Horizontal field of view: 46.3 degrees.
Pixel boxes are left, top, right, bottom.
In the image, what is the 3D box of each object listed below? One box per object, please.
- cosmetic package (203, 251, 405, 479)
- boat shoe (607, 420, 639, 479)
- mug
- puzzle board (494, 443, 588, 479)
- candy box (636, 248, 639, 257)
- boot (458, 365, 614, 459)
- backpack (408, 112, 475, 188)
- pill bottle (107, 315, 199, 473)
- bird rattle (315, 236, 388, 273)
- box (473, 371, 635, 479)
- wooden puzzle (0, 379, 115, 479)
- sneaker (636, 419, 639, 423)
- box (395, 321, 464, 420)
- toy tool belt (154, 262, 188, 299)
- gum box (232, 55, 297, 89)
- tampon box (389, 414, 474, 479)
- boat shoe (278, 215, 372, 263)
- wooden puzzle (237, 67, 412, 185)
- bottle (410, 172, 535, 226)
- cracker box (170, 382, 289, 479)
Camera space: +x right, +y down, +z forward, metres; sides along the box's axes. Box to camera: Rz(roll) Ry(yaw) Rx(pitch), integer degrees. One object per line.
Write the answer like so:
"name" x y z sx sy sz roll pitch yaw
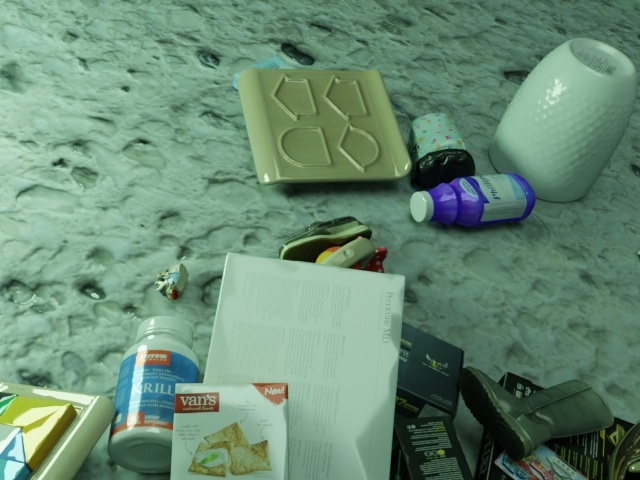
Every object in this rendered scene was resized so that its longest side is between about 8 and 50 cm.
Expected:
"cosmetic package" -0.030 0.222 1.133 0.285 0.097 0.377 7 68 1
"boat shoe" 0.503 0.379 1.136 0.123 0.123 0.342 36 47 17
"mug" 0.627 -0.320 1.825 0.276 0.328 0.374 41 49 22
"puzzle board" 0.350 0.364 1.182 0.128 0.011 0.096 38 48 19
"candy box" 0.848 0.088 1.680 0.159 0.071 0.233 -3 47 -20
"boot" 0.357 0.262 1.243 0.209 0.076 0.189 -16 54 -28
"backpack" 0.275 -0.214 1.753 0.152 0.115 0.182 -5 41 -6
"pill bottle" -0.250 0.230 1.148 0.124 0.124 0.221 6 45 -12
"bird rattle" 0.033 0.068 1.358 0.254 0.207 0.143 -23 75 -24
"box" 0.387 0.397 1.224 0.257 0.079 0.322 23 44 3
"wooden puzzle" -0.439 0.284 1.037 0.239 0.044 0.221 5 40 21
"sneaker" 0.651 0.354 1.379 0.135 0.052 0.058 -3 57 -10
"box" 0.129 0.212 1.299 0.233 0.059 0.183 25 30 2
"toy tool belt" -0.274 0.079 1.350 0.051 0.052 0.083 -8 38 18
"gum box" -0.096 -0.375 1.850 0.184 0.041 0.157 39 48 18
"tampon box" 0.161 0.370 1.145 0.102 0.120 0.161 0 47 -17
"boat shoe" 0.001 -0.001 1.494 0.224 0.080 0.073 -14 47 -36
"wooden puzzle" 0.002 -0.255 1.713 0.348 0.080 0.322 -5 60 -16
"bottle" 0.338 -0.088 1.671 0.283 0.092 0.118 -6 43 -23
"cracker box" -0.120 0.310 1.006 0.156 0.067 0.232 0 68 -4
